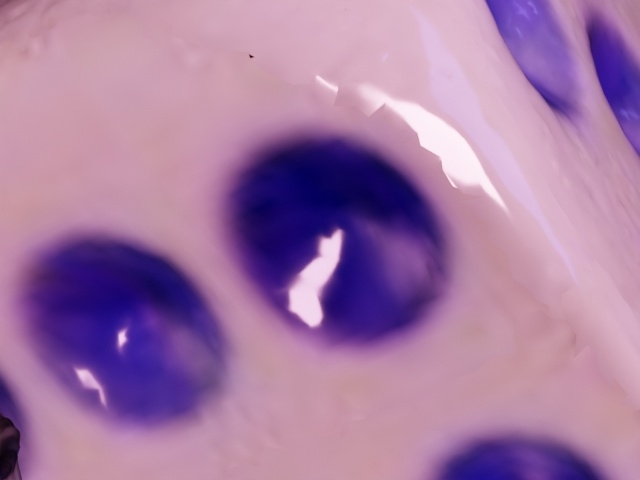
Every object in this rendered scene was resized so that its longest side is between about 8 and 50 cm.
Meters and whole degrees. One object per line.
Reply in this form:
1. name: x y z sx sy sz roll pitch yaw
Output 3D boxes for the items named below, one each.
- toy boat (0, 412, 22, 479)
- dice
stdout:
1. toy boat: -0.166 0.079 0.434 0.227 0.155 0.085 -4 111 -65
2. dice: 0.000 0.000 0.663 0.304 0.277 0.304 59 23 -19
